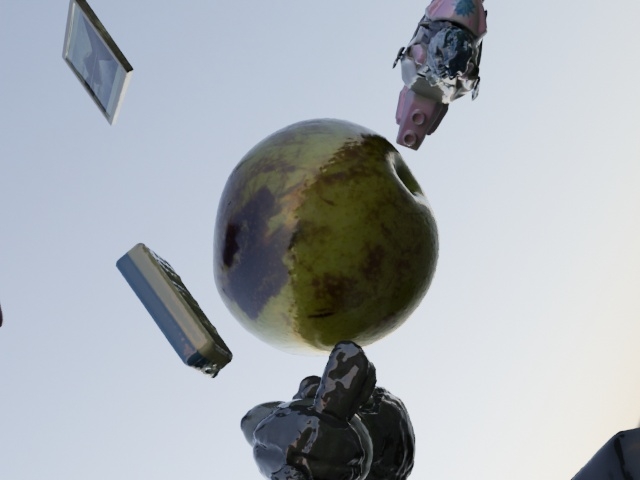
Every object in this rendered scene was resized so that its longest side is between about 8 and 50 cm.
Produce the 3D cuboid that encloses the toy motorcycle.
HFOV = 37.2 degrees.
[{"bbox_3d":[0.140,-0.211,1.139,0.204,0.108,0.239,-69,-16,-65],"label":"toy motorcycle"}]

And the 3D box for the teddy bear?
[{"bbox_3d":[0.006,0.189,0.976,0.171,0.144,0.251,-67,-28,-10],"label":"teddy bear"}]

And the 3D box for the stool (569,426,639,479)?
[{"bbox_3d":[0.414,0.314,1.096,0.232,0.232,0.141,84,178,-46],"label":"stool"}]

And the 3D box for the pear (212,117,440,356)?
[{"bbox_3d":[0.000,0.000,1.114,0.283,0.284,0.283,-46,-32,-41],"label":"pear"}]

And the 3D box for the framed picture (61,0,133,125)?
[{"bbox_3d":[-0.356,-0.281,1.501,0.015,0.150,0.203,-34,-3,-26],"label":"framed picture"}]

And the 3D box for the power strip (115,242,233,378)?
[{"bbox_3d":[-0.120,0.059,0.792,0.032,0.123,0.056,-40,-26,0],"label":"power strip"}]

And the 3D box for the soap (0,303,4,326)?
[{"bbox_3d":[-0.481,0.028,1.196,0.122,0.065,0.203,-21,-65,-33],"label":"soap"}]
